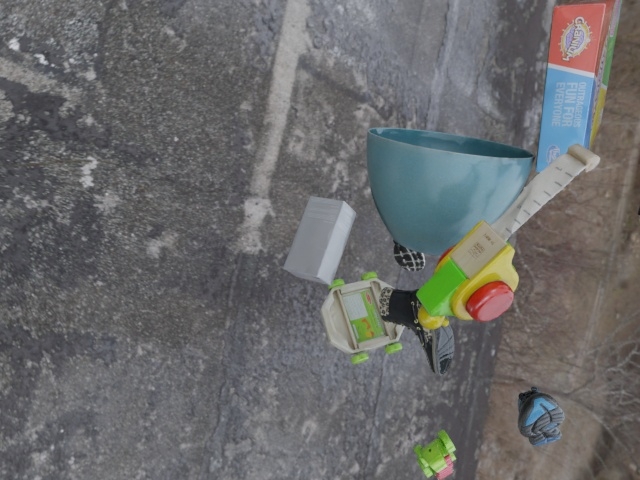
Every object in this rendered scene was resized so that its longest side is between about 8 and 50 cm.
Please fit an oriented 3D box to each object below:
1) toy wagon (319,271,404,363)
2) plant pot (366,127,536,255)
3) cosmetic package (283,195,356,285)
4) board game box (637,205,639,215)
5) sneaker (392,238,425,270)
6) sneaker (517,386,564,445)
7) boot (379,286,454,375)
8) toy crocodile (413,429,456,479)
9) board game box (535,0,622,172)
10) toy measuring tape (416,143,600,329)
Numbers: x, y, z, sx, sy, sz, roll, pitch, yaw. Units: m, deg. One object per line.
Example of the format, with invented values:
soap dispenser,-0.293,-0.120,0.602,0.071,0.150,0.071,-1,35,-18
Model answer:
toy wagon,0.177,0.238,1.517,0.344,0.068,0.267,-11,69,-16
plant pot,0.216,-0.086,0.858,0.290,0.290,0.196,-12,117,-41
cosmetic package,0.000,0.000,1.361,0.107,0.127,0.238,34,73,-56
board game box,0.721,-0.042,0.824,0.164,0.243,0.042,10,98,0
sneaker,0.302,-0.017,1.582,0.118,0.107,0.279,-56,136,-42
sneaker,0.621,0.497,1.369,0.125,0.140,0.341,-21,141,9
boot,0.255,0.233,1.253,0.085,0.178,0.237,-20,104,-40
toy crocodile,0.366,0.681,1.449,0.115,0.105,0.341,-29,141,-5
board game box,0.441,-0.275,0.791,0.316,0.064,0.242,-39,131,-46
toy measuring tape,0.266,0.016,0.671,0.121,0.121,0.330,19,119,-44
